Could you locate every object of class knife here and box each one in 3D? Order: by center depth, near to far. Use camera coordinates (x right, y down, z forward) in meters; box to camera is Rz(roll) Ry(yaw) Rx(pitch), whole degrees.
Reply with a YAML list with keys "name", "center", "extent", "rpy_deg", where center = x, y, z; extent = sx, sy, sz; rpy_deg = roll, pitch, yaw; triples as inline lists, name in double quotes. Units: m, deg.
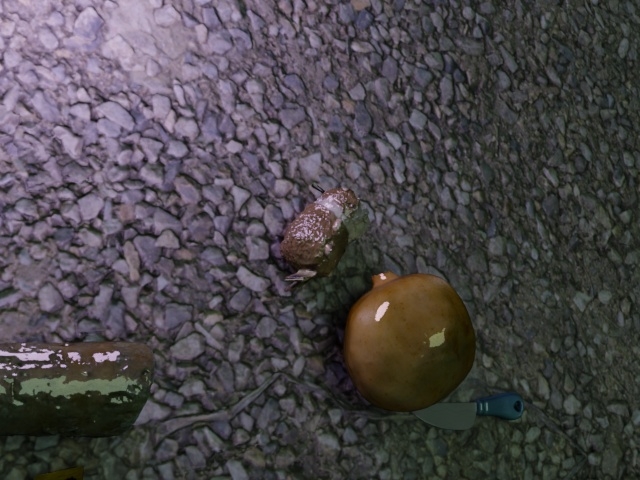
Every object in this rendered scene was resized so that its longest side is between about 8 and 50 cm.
- name: "knife"
  center: [0.263, 0.307, 1.620]
  extent: [0.244, 0.032, 0.058]
  rpy_deg: [-1, 86, -29]

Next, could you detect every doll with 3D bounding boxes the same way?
- name: "doll"
  center: [-0.003, 0.005, 1.480]
  extent: [0.115, 0.105, 0.221]
  rpy_deg: [22, 60, 14]

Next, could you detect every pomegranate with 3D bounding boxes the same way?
- name: "pomegranate"
  center: [0.142, 0.164, 1.468]
  extent: [0.233, 0.233, 0.233]
  rpy_deg: [10, 71, -31]

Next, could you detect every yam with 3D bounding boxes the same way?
- name: "yam"
  center: [-0.384, 0.193, 1.164]
  extent: [0.330, 0.133, 0.133]
  rpy_deg: [3, 75, -29]

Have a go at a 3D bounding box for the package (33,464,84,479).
- name: "package"
  center: [-0.336, 0.366, 1.194]
  extent: [0.071, 0.047, 0.131]
  rpy_deg: [-9, 80, -32]
